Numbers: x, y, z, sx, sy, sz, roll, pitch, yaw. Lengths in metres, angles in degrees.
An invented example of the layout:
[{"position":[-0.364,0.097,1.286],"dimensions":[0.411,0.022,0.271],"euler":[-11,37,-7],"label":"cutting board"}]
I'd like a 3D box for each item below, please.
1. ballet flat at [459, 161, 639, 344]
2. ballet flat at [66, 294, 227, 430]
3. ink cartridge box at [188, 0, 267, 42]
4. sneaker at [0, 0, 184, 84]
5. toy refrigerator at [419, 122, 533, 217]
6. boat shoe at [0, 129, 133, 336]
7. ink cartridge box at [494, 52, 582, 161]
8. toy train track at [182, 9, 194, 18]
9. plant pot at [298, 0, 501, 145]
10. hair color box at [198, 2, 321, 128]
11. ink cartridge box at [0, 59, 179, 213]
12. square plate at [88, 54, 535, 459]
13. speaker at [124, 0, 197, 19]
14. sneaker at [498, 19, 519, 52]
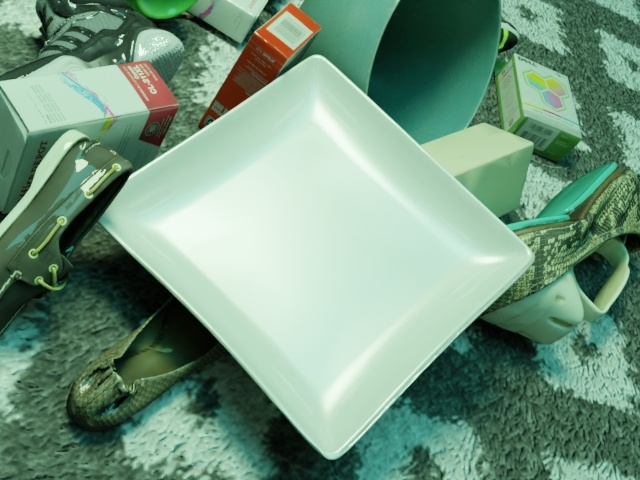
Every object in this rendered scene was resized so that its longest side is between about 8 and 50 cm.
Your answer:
[{"position":[0.310,0.029,1.199],"dimensions":[0.482,0.164,0.182],"euler":[-22,85,-45],"label":"ballet flat"},{"position":[-0.145,0.096,0.900],"dimensions":[0.084,0.058,0.250],"euler":[46,44,7],"label":"ballet flat"},{"position":[-0.138,-0.336,1.256],"dimensions":[0.122,0.052,0.088],"euler":[30,37,-8],"label":"ink cartridge box"},{"position":[-0.293,-0.208,1.026],"dimensions":[0.153,0.101,0.268],"euler":[45,45,14],"label":"sneaker"},{"position":[0.157,-0.068,1.185],"dimensions":[0.094,0.102,0.269],"euler":[29,36,33],"label":"toy refrigerator"},{"position":[-0.253,0.006,0.836],"dimensions":[0.068,0.081,0.228],"euler":[26,73,4],"label":"boat shoe"},{"position":[0.348,-0.235,1.491],"dimensions":[0.109,0.062,0.209],"euler":[19,46,-18],"label":"ink cartridge box"},{"position":[-0.207,-0.305,1.221],"dimensions":[0.083,0.014,0.048],"euler":[2,47,-39],"label":"toy train track"},{"position":[0.075,-0.251,1.206],"dimensions":[0.195,0.290,0.290],"euler":[27,35,33],"label":"plant pot"},{"position":[-0.075,-0.196,1.105],"dimensions":[0.053,0.167,0.093],"euler":[38,44,-2],"label":"hair color box"},{"position":[-0.252,-0.109,0.946],"dimensions":[0.175,0.127,0.072],"euler":[-19,66,-42],"label":"ink cartridge box"},{"position":[0.000,0.000,0.962],"dimensions":[0.347,0.049,0.344],"euler":[44,59,11],"label":"square plate"},{"position":[-0.259,-0.418,1.177],"dimensions":[0.131,0.131,0.296],"euler":[-14,57,-40],"label":"speaker"},{"position":[0.230,-0.290,1.461],"dimensions":[0.234,0.084,0.097],"euler":[-12,76,-33],"label":"sneaker"}]
